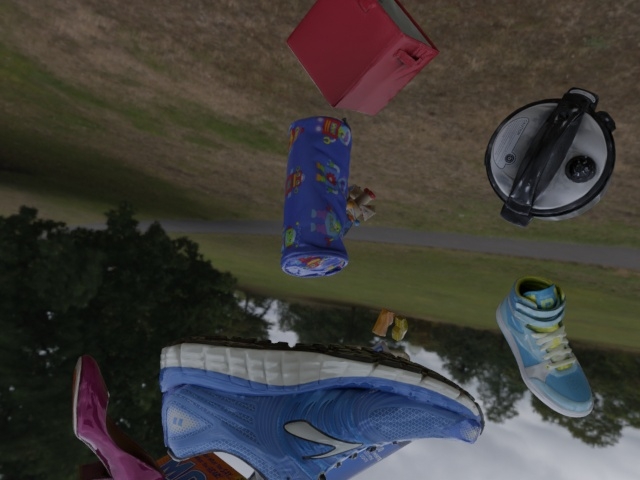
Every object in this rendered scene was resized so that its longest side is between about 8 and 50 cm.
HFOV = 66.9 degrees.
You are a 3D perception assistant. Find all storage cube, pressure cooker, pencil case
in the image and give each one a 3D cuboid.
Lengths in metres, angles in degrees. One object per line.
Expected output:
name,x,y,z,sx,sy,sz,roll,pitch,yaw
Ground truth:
storage cube,0.086,-0.393,0.985,0.193,0.215,0.183,-41,164,32
pressure cooker,0.725,-0.251,1.527,0.375,0.370,0.420,-17,172,29
pencil case,-0.003,-0.082,0.892,0.133,0.306,0.119,20,151,-35

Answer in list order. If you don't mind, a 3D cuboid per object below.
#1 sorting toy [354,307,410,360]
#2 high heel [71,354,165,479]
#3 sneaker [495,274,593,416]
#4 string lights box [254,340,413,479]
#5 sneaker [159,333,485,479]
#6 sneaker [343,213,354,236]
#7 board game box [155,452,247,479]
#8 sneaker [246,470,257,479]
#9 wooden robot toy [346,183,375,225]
sorting toy,0.126,0.312,1.176,0.229,0.307,0.041,22,-175,-45
high heel,-0.439,0.403,1.064,0.181,0.377,0.127,-4,-154,-26
sneaker,0.512,0.219,1.089,0.127,0.319,0.208,-17,141,-9
string lights box,0.024,0.281,0.734,0.077,0.259,0.133,60,180,-39
sneaker,0.001,0.183,0.497,0.330,0.147,0.130,6,174,-3
sneaker,0.000,0.000,1.377,0.087,0.221,0.083,37,168,-12
board game box,-0.383,0.846,1.325,0.356,0.356,0.356,-18,-167,-38
sneaker,-0.134,0.549,0.918,0.112,0.296,0.131,27,-158,-4
wooden robot toy,0.062,-0.098,1.047,0.079,0.076,0.173,41,-175,-24
